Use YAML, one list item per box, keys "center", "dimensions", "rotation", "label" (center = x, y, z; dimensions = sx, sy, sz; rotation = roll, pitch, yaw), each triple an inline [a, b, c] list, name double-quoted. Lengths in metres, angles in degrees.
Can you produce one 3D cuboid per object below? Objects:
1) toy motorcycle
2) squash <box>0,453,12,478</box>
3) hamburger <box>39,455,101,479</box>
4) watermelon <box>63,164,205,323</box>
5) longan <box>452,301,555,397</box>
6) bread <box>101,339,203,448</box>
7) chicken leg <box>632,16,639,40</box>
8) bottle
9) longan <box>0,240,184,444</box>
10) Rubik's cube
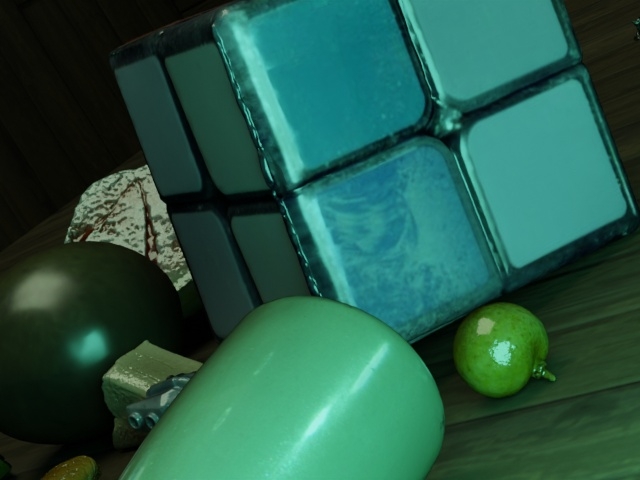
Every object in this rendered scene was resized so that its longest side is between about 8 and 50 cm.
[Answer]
- center: [-0.092, 0.153, 1.455]
  dimensions: [0.215, 0.080, 0.122]
  rotation: [-5, 21, 46]
  label: "toy motorcycle"
- center: [-0.420, 0.273, 1.841]
  dimensions: [0.132, 0.105, 0.105]
  rotation: [-54, 17, -15]
  label: "squash"
- center: [-0.246, 0.240, 1.584]
  dimensions: [0.076, 0.044, 0.083]
  rotation: [-25, 10, 26]
  label: "hamburger"
- center: [-0.207, 0.014, 2.030]
  dimensions: [0.213, 0.201, 0.262]
  rotation: [-15, -4, 16]
  label: "watermelon"
- center: [0.137, 0.083, 1.217]
  dimensions: [0.083, 0.075, 0.075]
  rotation: [25, 44, 26]
  label: "longan"
- center: [-0.137, 0.173, 1.643]
  dimensions: [0.152, 0.105, 0.077]
  rotation: [20, 44, 35]
  label: "bread"
- center: [0.436, -0.265, 1.965]
  dimensions: [0.106, 0.051, 0.253]
  rotation: [-29, 9, -23]
  label: "chicken leg"
- center: [-0.056, 0.187, 1.024]
  dimensions: [0.168, 0.168, 0.347]
  rotation: [-23, 19, 38]
  label: "bottle"
- center: [-0.260, 0.108, 1.787]
  dimensions: [0.246, 0.215, 0.246]
  rotation: [-4, 4, 0]
  label: "longan"
- center: [0.038, -0.089, 1.469]
  dimensions: [0.318, 0.316, 0.313]
  rotation: [-23, 8, -23]
  label: "Rubik's cube"
